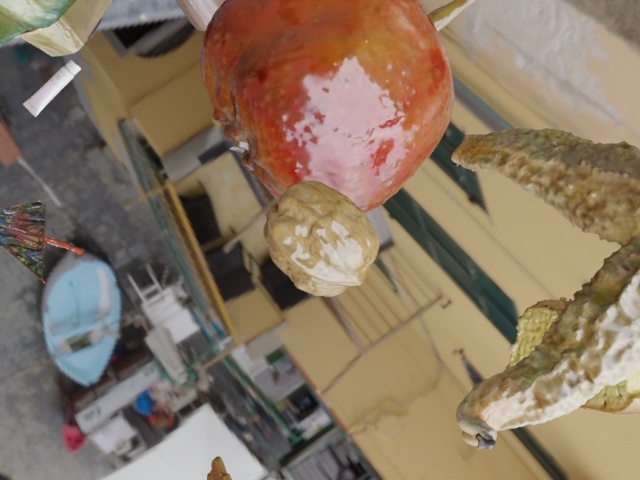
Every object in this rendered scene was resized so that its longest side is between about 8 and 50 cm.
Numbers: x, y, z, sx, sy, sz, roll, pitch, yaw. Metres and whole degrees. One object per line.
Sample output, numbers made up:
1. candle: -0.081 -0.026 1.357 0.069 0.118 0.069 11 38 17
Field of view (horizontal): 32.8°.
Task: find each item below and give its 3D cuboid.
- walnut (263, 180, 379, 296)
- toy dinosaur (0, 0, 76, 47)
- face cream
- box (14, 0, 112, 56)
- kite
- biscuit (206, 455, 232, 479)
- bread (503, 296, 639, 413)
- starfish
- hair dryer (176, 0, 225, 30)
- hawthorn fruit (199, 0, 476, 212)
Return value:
1. walnut: 0.000 0.000 0.859 0.082 0.096 0.079 -32 165 -46
2. toy dinosaur: -0.212 -0.260 1.045 0.300 0.087 0.447 1 152 -24
3. face cream: -0.449 -0.256 1.821 0.115 0.038 0.020 -45 157 -2
4. box: -0.345 -0.329 1.458 0.177 0.111 0.111 -66 147 -26
5. kite: -0.459 -0.006 1.688 0.189 0.232 0.009 17 118 -20
6. biscuit: -0.108 0.295 1.246 0.016 0.092 0.082 -8 110 -28
7. bread: 0.262 0.116 1.099 0.065 0.187 0.103 -4 101 -36
8. starfish: 0.271 -0.032 0.954 0.432 0.324 0.082 -26 145 6
9. hair dryer: -0.201 -0.365 1.478 0.064 0.181 0.117 -43 137 -8
10. hawthorn fruit: 0.038 -0.190 1.224 0.330 0.287 0.287 -33 139 -3
